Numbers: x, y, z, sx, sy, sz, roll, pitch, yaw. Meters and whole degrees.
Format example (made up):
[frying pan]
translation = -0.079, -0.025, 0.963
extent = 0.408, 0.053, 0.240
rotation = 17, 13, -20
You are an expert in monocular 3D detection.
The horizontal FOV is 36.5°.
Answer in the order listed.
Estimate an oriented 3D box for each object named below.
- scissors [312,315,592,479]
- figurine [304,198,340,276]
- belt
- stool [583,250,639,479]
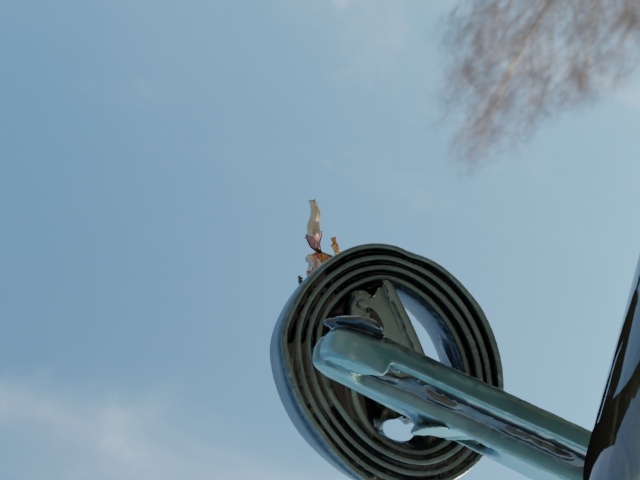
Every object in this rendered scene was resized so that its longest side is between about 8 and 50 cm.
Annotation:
[scissors]
translation = 0.175, 0.127, 0.429
extent = 0.393, 0.180, 0.032
rotation = 26, -114, -6
[figurine]
translation = 0.000, 0.000, 1.260
extent = 0.047, 0.109, 0.064
rotation = -7, 179, 8
[belt]
translation = 0.071, 0.133, 0.936
extent = 0.206, 0.116, 0.267
rotation = -31, -94, -14
[stool]
translation = 0.186, -0.008, 0.267
extent = 0.179, 0.264, 0.179
rotation = 3, -149, -2
